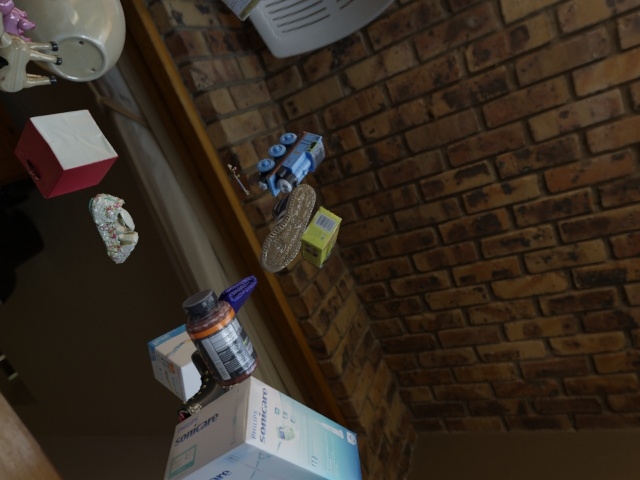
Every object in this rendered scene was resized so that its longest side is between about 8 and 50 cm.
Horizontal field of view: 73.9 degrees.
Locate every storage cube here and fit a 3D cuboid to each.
[{"bbox_3d":[-0.803,-0.276,1.349,0.193,0.183,0.215,-29,-176,40],"label":"storage cube"}]

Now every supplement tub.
[{"bbox_3d":[-0.216,0.203,0.905,0.106,0.197,0.106,-22,-164,7],"label":"supplement tub"}]

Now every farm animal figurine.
[{"bbox_3d":[-0.544,-0.446,0.727,0.327,0.330,0.172,-4,-166,32],"label":"farm animal figurine"}]

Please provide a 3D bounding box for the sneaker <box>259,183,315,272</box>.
[{"bbox_3d":[-0.113,-0.029,1.283,0.153,0.099,0.282,-14,-131,65],"label":"sneaker"}]

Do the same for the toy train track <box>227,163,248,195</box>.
[{"bbox_3d":[-0.192,-0.145,1.007,0.014,0.083,0.048,-34,-175,-15],"label":"toy train track"}]

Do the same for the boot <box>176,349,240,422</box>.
[{"bbox_3d":[-0.341,0.427,1.223,0.179,0.236,0.085,-20,145,-52],"label":"boot"}]

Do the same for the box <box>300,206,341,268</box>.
[{"bbox_3d":[0.000,0.000,1.005,0.087,0.058,0.232,-58,173,-13],"label":"box"}]

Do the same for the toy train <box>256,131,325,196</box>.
[{"bbox_3d":[-0.069,-0.180,0.990,0.105,0.080,0.184,19,-122,24],"label":"toy train"}]

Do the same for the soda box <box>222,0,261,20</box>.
[{"bbox_3d":[-0.110,-0.493,0.773,0.074,0.069,0.216,-24,-144,42],"label":"soda box"}]

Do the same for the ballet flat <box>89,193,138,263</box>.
[{"bbox_3d":[-0.496,-0.018,1.048,0.077,0.241,0.091,1,-125,-7],"label":"ballet flat"}]

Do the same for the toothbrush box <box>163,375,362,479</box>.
[{"bbox_3d":[-0.098,0.408,0.792,0.216,0.295,0.126,-37,-150,21],"label":"toothbrush box"}]

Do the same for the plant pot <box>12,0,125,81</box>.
[{"bbox_3d":[-0.634,-0.522,1.086,0.284,0.190,0.284,-22,155,-11],"label":"plant pot"}]

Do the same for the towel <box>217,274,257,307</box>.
[{"bbox_3d":[-0.406,0.293,1.834,0.308,0.076,0.227,-53,176,26],"label":"towel"}]

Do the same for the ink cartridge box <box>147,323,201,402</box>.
[{"bbox_3d":[-0.500,0.458,1.592,0.233,0.171,0.168,17,-152,38],"label":"ink cartridge box"}]
